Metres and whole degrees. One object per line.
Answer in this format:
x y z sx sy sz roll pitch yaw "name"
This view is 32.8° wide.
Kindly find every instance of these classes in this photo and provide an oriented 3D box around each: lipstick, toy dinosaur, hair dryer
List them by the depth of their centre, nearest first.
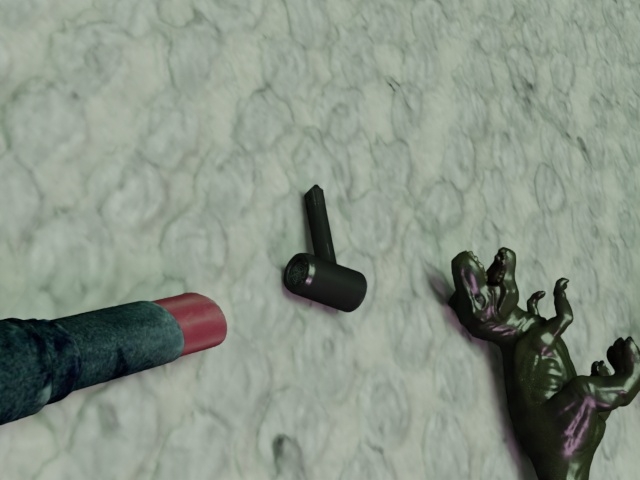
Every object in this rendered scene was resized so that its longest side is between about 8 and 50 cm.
-0.122 0.055 0.461 0.234 0.053 0.053 -10 73 -52 "lipstick"
0.000 0.000 0.650 0.047 0.026 0.083 23 47 -38 "hair dryer"
0.118 0.109 0.714 0.179 0.087 0.187 -31 72 -16 "toy dinosaur"
